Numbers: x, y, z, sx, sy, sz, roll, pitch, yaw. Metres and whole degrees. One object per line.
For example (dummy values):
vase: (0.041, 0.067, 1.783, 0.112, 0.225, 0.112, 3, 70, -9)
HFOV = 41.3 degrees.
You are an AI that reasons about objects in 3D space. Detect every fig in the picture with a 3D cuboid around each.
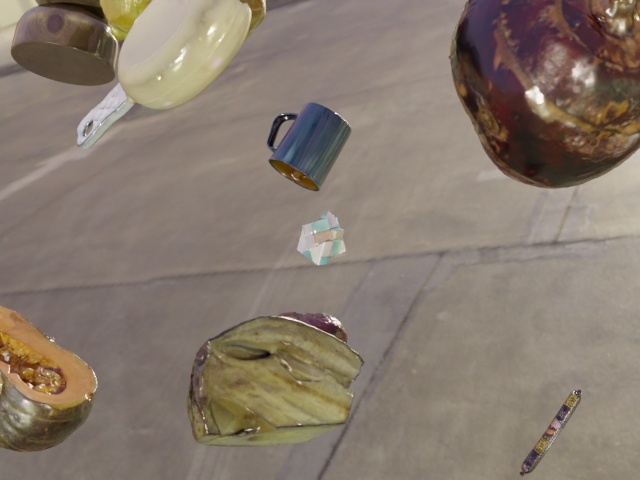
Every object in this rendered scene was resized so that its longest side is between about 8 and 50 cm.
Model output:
fig: (-0.026, 0.225, 2.165, 0.134, 0.146, 0.201, -57, 39, 12)

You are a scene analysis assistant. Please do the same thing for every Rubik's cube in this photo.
Rubik's cube: (0.003, 0.001, 1.413, 0.084, 0.075, 0.073, -33, -10, -4)

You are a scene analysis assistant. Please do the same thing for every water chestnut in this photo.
water chestnut: (0.231, -0.160, 0.844, 0.223, 0.224, 0.238, -28, 2, -22)

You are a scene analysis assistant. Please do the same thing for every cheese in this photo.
cheese: (-0.185, -0.185, 0.950, 0.249, 0.070, 0.163, -51, 39, 5)

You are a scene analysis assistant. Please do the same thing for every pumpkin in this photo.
pumpkin: (-0.532, 0.231, 1.482, 0.317, 0.139, 0.222, 29, 17, 13)

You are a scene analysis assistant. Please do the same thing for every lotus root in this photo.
lotus root: (-0.086, 0.236, 1.354, 0.142, 0.314, 0.210, -19, 58, 47)

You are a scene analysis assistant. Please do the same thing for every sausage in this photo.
sausage: (0.436, 0.364, 1.606, 0.028, 0.025, 0.198, 35, 90, 28)

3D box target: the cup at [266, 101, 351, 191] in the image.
cup: (-0.031, -0.193, 1.649, 0.138, 0.150, 0.113, -59, 2, -10)

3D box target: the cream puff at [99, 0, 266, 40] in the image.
cream puff: (-0.201, -0.378, 1.200, 0.281, 0.282, 0.185, -33, 12, -32)

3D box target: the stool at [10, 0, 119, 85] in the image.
stool: (-0.426, -0.429, 1.492, 0.179, 0.264, 0.179, 7, -12, 1)
